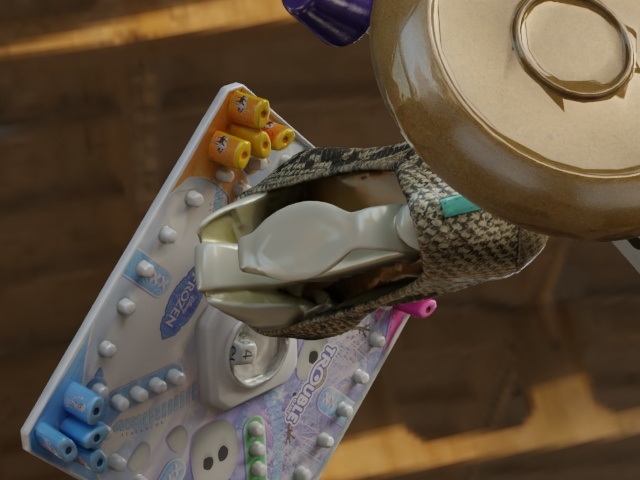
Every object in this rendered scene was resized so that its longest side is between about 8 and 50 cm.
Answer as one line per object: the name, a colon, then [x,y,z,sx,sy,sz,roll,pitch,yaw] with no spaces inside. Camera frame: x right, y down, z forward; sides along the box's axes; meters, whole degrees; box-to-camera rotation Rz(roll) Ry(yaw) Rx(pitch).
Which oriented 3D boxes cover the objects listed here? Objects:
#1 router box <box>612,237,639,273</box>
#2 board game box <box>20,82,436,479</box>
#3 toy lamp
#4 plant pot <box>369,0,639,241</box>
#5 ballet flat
router box: [0.412,-0.033,1.758,0.301,0.082,0.335,47,-31,-20]
board game box: [-0.060,0.105,1.860,0.050,0.390,0.390,21,-13,42]
toy lamp: [0.074,-0.195,1.759,0.080,0.080,0.275,-32,-31,33]
plant pot: [0.146,-0.111,1.137,0.236,0.236,0.032,-2,-26,-20]
ballet flat: [0.000,0.000,1.585,0.182,0.164,0.483,-13,-2,-30]
